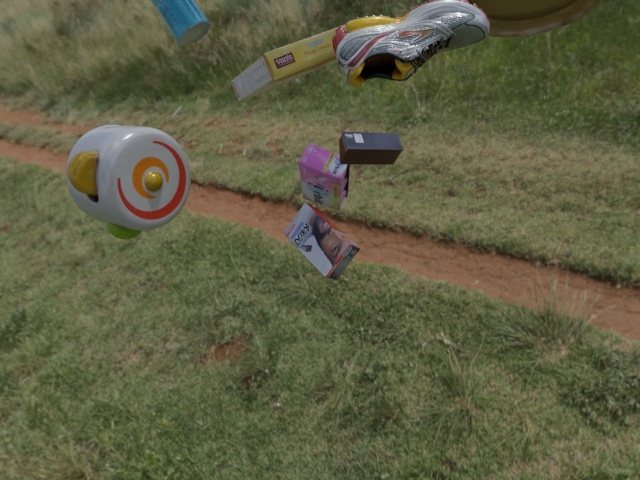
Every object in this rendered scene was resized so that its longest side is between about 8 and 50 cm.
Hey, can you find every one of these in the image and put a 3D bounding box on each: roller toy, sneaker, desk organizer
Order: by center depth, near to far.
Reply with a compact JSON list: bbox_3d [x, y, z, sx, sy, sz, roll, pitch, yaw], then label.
[{"bbox_3d":[0.135,-0.278,0.664,0.225,0.088,0.093,-12,73,6],"label":"sneaker"},{"bbox_3d":[-0.350,-0.119,0.845,0.146,0.209,0.191,12,57,33],"label":"roller toy"},{"bbox_3d":[0.101,-0.190,0.943,0.130,0.050,0.047,-3,61,-21],"label":"desk organizer"}]

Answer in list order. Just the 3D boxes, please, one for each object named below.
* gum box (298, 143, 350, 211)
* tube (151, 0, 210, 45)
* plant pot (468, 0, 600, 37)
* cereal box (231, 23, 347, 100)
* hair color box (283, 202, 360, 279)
[{"bbox_3d":[0.011,-0.148,1.124,0.107,0.188,0.062,22,71,10],"label":"gum box"},{"bbox_3d":[-0.228,-0.363,0.599,0.052,0.207,0.080,-38,10,-21],"label":"tube"},{"bbox_3d":[0.380,-0.440,0.823,0.236,0.033,0.236,3,-2,0],"label":"plant pot"},{"bbox_3d":[-0.051,-0.312,0.804,0.172,0.047,0.240,-28,18,-16],"label":"cereal box"},{"bbox_3d":[0.000,0.000,1.018,0.167,0.053,0.093,43,103,34],"label":"hair color box"}]
